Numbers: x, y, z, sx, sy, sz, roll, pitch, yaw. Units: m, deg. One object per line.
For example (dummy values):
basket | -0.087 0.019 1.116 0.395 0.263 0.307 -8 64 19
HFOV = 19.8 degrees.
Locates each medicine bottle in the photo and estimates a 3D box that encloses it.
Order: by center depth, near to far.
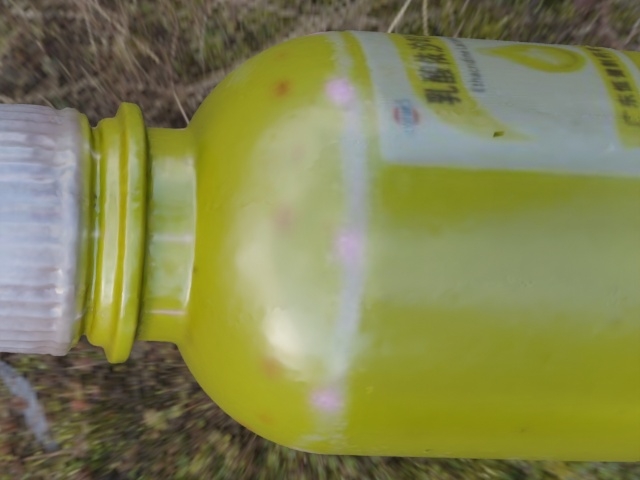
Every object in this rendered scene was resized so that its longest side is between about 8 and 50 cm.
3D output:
medicine bottle | 0.000 0.000 0.521 0.213 0.122 0.121 3 86 -11
